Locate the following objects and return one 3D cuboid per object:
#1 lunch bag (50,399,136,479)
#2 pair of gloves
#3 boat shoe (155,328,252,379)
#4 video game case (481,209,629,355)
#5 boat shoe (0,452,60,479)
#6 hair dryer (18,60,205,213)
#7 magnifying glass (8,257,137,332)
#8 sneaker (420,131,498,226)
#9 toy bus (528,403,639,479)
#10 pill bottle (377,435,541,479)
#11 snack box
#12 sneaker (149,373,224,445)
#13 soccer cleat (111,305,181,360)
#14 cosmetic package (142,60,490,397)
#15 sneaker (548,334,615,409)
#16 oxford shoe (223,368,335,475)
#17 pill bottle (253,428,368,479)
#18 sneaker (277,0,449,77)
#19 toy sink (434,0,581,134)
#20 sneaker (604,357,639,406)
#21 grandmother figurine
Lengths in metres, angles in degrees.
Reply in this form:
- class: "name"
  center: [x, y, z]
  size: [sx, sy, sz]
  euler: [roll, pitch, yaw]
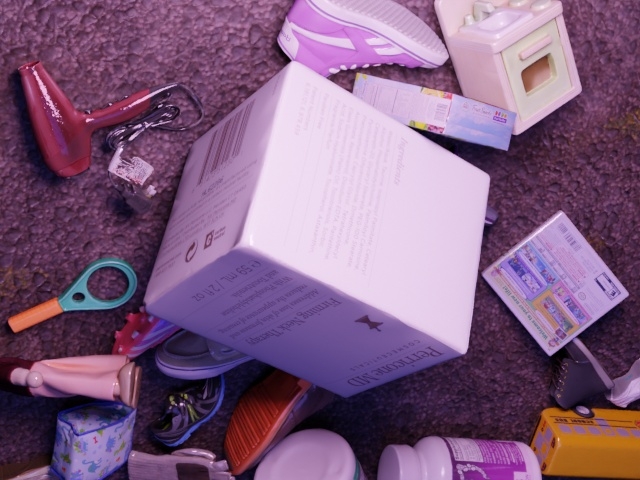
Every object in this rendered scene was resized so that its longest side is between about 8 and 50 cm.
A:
- class: "lunch bag"
  center: [-0.407, 0.365, 1.893]
  size: [0.151, 0.096, 0.128]
  euler: [-10, 123, -43]
- class: "pair of gloves"
  center: [-0.254, 0.488, 1.984]
  size: [0.204, 0.042, 0.240]
  euler: [-1, 122, 11]
- class: "boat shoe"
  center: [-0.151, 0.162, 1.825]
  size: [0.302, 0.109, 0.094]
  euler: [-14, 139, 3]
- class: "video game case"
  center: [0.446, 0.082, 1.969]
  size: [0.193, 0.023, 0.212]
  euler: [-39, 98, 7]
- class: "boat shoe"
  center: [-0.549, 0.439, 1.915]
  size: [0.153, 0.056, 0.048]
  euler: [-16, 114, -14]
- class: "hair dryer"
  center: [-0.354, -0.194, 1.654]
  size: [0.294, 0.080, 0.223]
  euler: [27, 91, -30]
- class: "magnifying glass"
  center: [-0.428, 0.101, 1.794]
  size: [0.231, 0.026, 0.092]
  euler: [-23, 119, -1]
- class: "sneaker"
  center: [0.244, -0.106, 1.831]
  size: [0.224, 0.083, 0.098]
  euler: [28, 101, -24]
- class: "toy bus"
  center: [0.603, 0.423, 2.156]
  size: [0.333, 0.130, 0.108]
  euler: [6, 114, -17]
- class: "pill bottle"
  center: [0.275, 0.481, 2.081]
  size: [0.302, 0.169, 0.169]
  euler: [6, 114, -17]
- class: "snack box"
  center: [0.178, -0.207, 1.657]
  size: [0.175, 0.207, 0.070]
  euler: [7, 99, -47]
- class: "sneaker"
  center: [-0.245, 0.305, 1.917]
  size: [0.078, 0.067, 0.188]
  euler: [34, 107, -33]
- class: "soccer cleat"
  center: [-0.265, 0.136, 1.824]
  size: [0.248, 0.083, 0.095]
  euler: [-46, 122, 7]
- class: "cosmetic package"
  center: [0.000, 0.000, 1.612]
  size: [0.394, 0.327, 0.329]
  euler: [27, 147, -24]
- class: "sneaker"
  center: [0.489, 0.252, 2.070]
  size: [0.118, 0.083, 0.222]
  euler: [-36, 116, 11]
- class: "oxford shoe"
  center: [-0.052, 0.311, 1.940]
  size: [0.133, 0.130, 0.363]
  euler: [22, 115, -37]
- class: "pill bottle"
  center: [0.025, 0.554, 2.024]
  size: [0.204, 0.204, 0.361]
  euler: [-26, 125, -1]
- class: "sneaker"
  center: [0.062, -0.315, 1.686]
  size: [0.282, 0.102, 0.161]
  euler: [17, 130, -27]
- class: "toy sink"
  center: [0.311, -0.316, 1.691]
  size: [0.153, 0.131, 0.234]
  euler: [-33, 120, -18]
- class: "sneaker"
  center: [0.666, 0.291, 2.157]
  size: [0.152, 0.053, 0.061]
  euler: [-38, 128, 13]
- class: "grandmother figurine"
  center: [-0.485, 0.232, 1.771]
  size: [0.343, 0.104, 0.208]
  euler: [6, 158, 0]
